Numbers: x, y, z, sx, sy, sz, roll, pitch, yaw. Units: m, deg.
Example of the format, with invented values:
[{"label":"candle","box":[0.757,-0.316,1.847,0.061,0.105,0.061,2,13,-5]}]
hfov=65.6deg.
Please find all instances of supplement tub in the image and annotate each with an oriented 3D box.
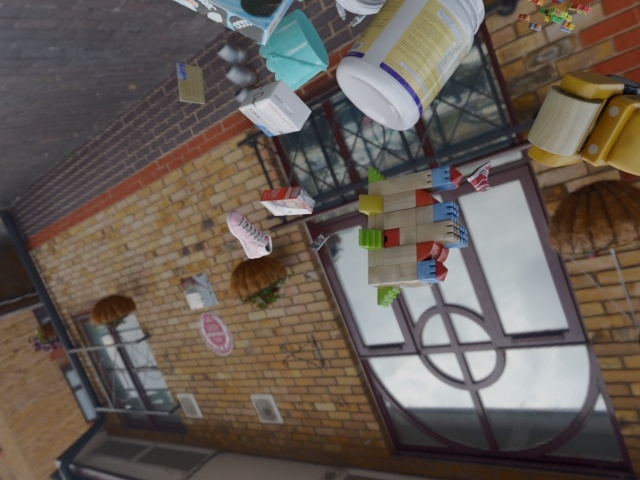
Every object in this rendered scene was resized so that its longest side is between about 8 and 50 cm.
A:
[{"label":"supplement tub","box":[0.222,-0.470,1.227,0.331,0.241,0.241,-53,-170,-3]}]

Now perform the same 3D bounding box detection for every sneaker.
[{"label":"sneaker","box":[0.485,-0.186,1.475,0.118,0.067,0.042,-38,-178,-34]},{"label":"sneaker","box":[-0.154,-0.017,1.123,0.070,0.134,0.051,-6,-143,30]}]

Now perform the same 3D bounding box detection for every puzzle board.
[{"label":"puzzle board","box":[-0.447,-0.539,1.712,0.096,0.128,0.011,-6,180,-43]}]

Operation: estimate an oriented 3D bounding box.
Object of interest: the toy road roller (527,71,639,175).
[{"label":"toy road roller","box":[0.683,-0.259,1.166,0.329,0.203,0.240,-11,-140,-32]}]

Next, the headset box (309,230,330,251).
[{"label":"headset box","box":[0.000,0.000,1.941,0.083,0.032,0.062,-49,176,19]}]

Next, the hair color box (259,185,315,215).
[{"label":"hair color box","box":[-0.111,-0.130,1.670,0.167,0.093,0.054,-2,-122,38]}]

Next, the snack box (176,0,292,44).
[{"label":"snack box","box":[-0.230,-0.610,1.164,0.187,0.321,0.060,-64,-179,-20]}]

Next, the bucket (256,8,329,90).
[{"label":"bucket","box":[-0.102,-0.743,1.947,0.183,0.281,0.281,-25,-175,22]}]

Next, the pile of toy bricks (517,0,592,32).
[{"label":"pile of toy bricks","box":[0.741,-0.717,1.569,0.212,0.118,0.105,16,-157,-6]}]

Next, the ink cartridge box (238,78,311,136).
[{"label":"ink cartridge box","box":[-0.149,-0.424,1.614,0.203,0.148,0.086,6,-119,53]}]

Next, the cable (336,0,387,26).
[{"label":"cable","box":[0.130,-0.760,1.358,0.257,0.257,0.089,-34,-158,-7]}]

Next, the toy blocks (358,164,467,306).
[{"label":"toy blocks","box":[0.260,-0.027,1.308,0.260,0.382,0.190,-9,162,35]}]
